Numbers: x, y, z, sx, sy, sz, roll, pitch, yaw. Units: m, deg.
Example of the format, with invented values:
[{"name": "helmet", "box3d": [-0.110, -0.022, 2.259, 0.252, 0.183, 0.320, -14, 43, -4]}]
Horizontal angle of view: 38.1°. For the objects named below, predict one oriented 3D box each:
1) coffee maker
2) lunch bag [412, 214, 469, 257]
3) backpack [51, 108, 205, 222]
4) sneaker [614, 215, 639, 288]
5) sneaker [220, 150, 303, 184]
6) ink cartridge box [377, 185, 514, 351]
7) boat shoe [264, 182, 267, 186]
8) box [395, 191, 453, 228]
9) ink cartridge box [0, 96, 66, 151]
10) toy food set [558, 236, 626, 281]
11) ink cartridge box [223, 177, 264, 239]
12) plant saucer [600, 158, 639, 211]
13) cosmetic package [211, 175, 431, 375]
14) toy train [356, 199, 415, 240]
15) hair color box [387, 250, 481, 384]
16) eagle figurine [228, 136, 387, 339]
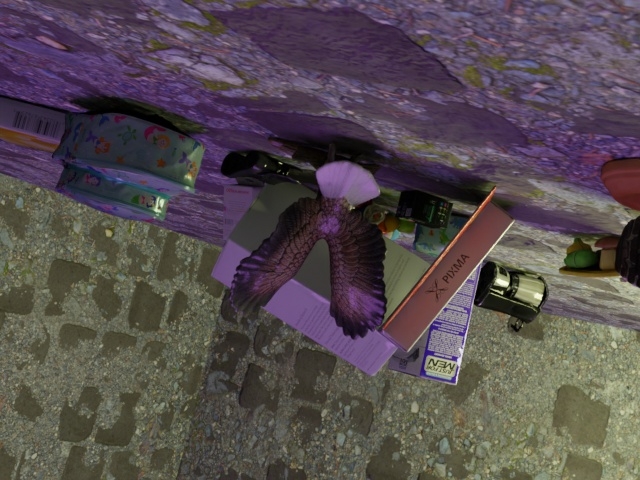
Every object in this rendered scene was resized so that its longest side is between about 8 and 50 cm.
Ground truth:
[{"name": "coffee maker", "box3d": [0.499, 0.156, 2.500, 0.178, 0.171, 0.120, 17, -170, -16]}, {"name": "lunch bag", "box3d": [0.258, -0.002, 1.894, 0.129, 0.096, 0.151, 13, 165, 10]}, {"name": "backpack", "box3d": [-0.332, -0.135, 1.615, 0.225, 0.191, 0.253, 19, 167, -37]}, {"name": "sneaker", "box3d": [0.582, 0.038, 1.326, 0.330, 0.129, 0.147, 8, 170, 45]}, {"name": "sneaker", "box3d": [-0.112, -0.131, 1.734, 0.089, 0.051, 0.170, 23, 167, -33]}, {"name": "ink cartridge box", "box3d": [0.214, 0.057, 1.572, 0.066, 0.296, 0.261, 39, 177, 5]}, {"name": "boat shoe", "box3d": [-0.036, -0.076, 2.010, 0.083, 0.075, 0.226, -29, 145, 23]}, {"name": "box", "box3d": [0.193, -0.056, 1.724, 0.083, 0.052, 0.062, 15, 176, -25]}, {"name": "ink cartridge box", "box3d": [-0.617, -0.231, 1.903, 0.304, 0.072, 0.307, 13, 173, 4]}, {"name": "toy food set", "box3d": [0.528, 0.024, 1.701, 0.128, 0.071, 0.218, -10, -174, -22]}, {"name": "ink cartridge box", "box3d": [-0.153, -0.071, 2.048, 0.092, 0.143, 0.090, 9, -170, 39]}, {"name": "plant saucer", "box3d": [0.451, -0.057, 1.163, 0.200, 0.037, 0.200, 14, 175, 1]}, {"name": "cosmetic package", "box3d": [0.008, 0.062, 1.816, 0.385, 0.217, 0.156, 32, 142, 3]}, {"name": "toy train", "box3d": [0.137, -0.037, 1.921, 0.143, 0.105, 0.248, -1, 174, -25]}, {"name": "hair color box", "box3d": [0.271, 0.157, 2.179, 0.110, 0.338, 0.185, 16, 174, -17]}, {"name": "eagle figurine", "box3d": [0.005, 0.002, 1.501, 0.226, 0.298, 0.225, 10, 172, 38]}]
